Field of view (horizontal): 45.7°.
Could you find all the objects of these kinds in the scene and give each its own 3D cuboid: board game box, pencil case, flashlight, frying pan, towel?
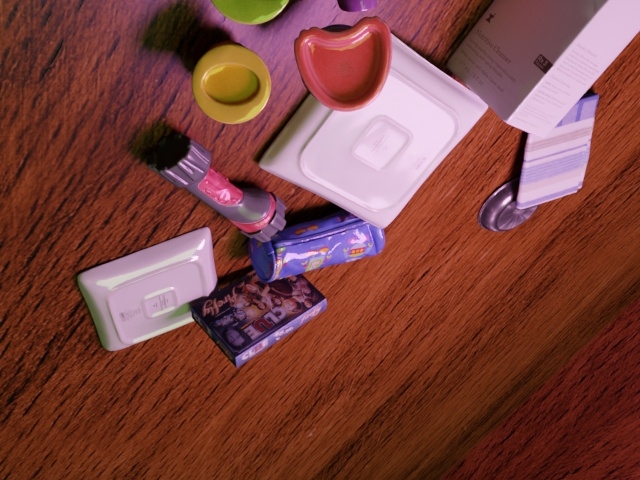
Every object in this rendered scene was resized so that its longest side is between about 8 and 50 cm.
[{"bbox_3d":[-0.130,0.146,1.634,0.243,0.165,0.042,-32,147,-27],"label":"board game box"},{"bbox_3d":[0.000,0.000,1.643,0.306,0.119,0.133,-15,158,-25],"label":"pencil case"},{"bbox_3d":[-0.177,-0.098,1.411,0.103,0.103,0.304,-60,144,-8],"label":"flashlight"},{"bbox_3d":[0.557,-0.130,1.995,0.326,0.053,0.197,-39,145,13],"label":"frying pan"},{"bbox_3d":[0.581,-0.218,1.878,0.209,0.034,0.285,-18,130,-19],"label":"towel"}]

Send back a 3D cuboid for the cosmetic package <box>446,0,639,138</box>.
[{"bbox_3d":[0.450,-0.412,1.429,0.156,0.217,0.385,8,126,-44],"label":"cosmetic package"}]

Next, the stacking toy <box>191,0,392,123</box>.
[{"bbox_3d":[-0.050,-0.337,1.200,0.309,0.130,0.279,-3,110,-6],"label":"stacking toy"}]

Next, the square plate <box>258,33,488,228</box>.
[{"bbox_3d":[0.113,-0.199,1.479,0.344,0.049,0.347,26,115,-33],"label":"square plate"}]

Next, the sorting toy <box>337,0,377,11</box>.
[{"bbox_3d":[0.187,-0.478,1.268,0.366,0.127,0.126,-18,113,-17],"label":"sorting toy"}]

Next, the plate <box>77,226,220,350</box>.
[{"bbox_3d":[-0.339,0.118,1.586,0.278,0.045,0.277,-21,144,-17],"label":"plate"}]
